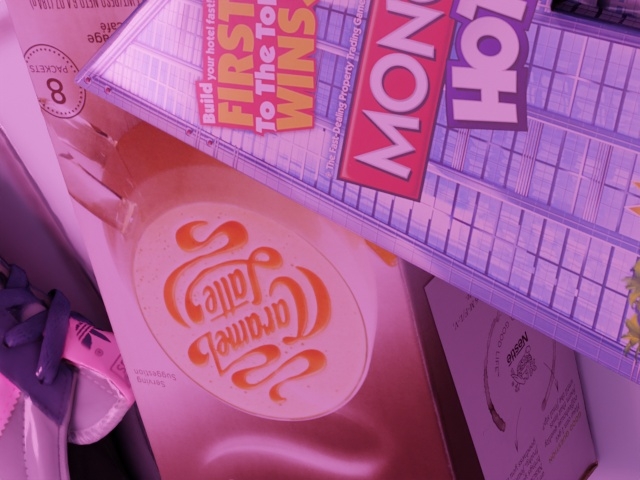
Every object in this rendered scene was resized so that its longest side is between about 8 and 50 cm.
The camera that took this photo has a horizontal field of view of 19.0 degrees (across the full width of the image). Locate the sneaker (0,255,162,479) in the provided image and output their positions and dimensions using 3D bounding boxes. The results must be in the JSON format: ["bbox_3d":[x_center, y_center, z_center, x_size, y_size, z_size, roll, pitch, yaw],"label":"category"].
[{"bbox_3d":[-0.144,0.039,0.839,0.131,0.112,0.319,-19,111,25],"label":"sneaker"}]

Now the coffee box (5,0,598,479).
[{"bbox_3d":[0.000,0.000,0.691,0.141,0.098,0.247,3,120,34],"label":"coffee box"}]

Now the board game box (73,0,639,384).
[{"bbox_3d":[0.035,-0.074,0.529,0.194,0.060,0.194,15,113,12],"label":"board game box"}]
